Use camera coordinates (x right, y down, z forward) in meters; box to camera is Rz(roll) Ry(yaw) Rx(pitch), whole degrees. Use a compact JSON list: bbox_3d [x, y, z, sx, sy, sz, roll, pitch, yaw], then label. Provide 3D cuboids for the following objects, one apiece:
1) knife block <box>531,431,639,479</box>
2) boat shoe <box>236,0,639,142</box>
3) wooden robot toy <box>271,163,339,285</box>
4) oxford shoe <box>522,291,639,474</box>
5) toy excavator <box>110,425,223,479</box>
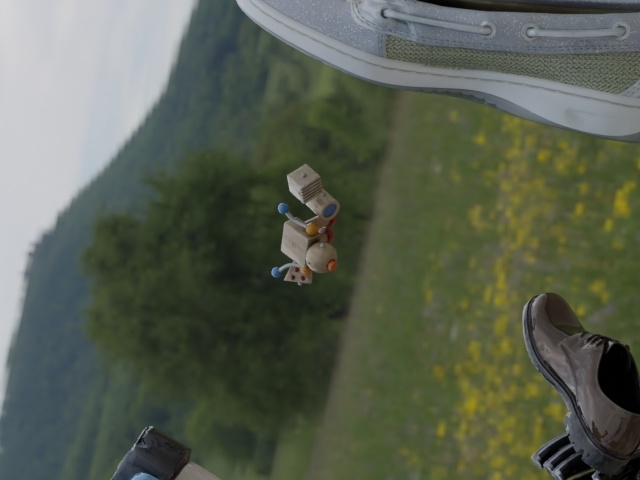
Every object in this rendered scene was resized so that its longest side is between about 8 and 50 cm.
[{"bbox_3d":[0.355,0.207,1.788,0.275,0.242,0.088,-64,-29,-60],"label":"knife block"},{"bbox_3d":[0.101,-0.156,1.179,0.118,0.320,0.103,-52,-22,-69],"label":"boat shoe"},{"bbox_3d":[0.000,0.000,1.905,0.079,0.076,0.173,42,139,37],"label":"wooden robot toy"},{"bbox_3d":[0.277,0.123,1.706,0.096,0.083,0.227,-61,36,31],"label":"oxford shoe"},{"bbox_3d":[-0.180,0.380,1.650,0.433,0.222,0.445,-59,-4,40],"label":"toy excavator"}]
